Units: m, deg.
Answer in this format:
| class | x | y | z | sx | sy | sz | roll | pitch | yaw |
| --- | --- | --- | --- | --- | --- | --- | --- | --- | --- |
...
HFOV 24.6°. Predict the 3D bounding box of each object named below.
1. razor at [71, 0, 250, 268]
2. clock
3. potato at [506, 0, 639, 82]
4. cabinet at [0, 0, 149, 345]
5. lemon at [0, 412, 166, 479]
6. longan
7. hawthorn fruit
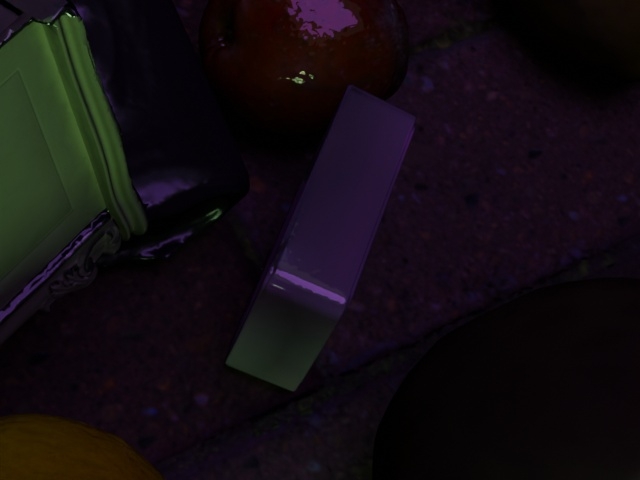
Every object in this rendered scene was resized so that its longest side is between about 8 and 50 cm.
| class | x | y | z | sx | sy | sz | roll | pitch | yaw |
| --- | --- | --- | --- | --- | --- | --- | --- | --- | --- |
| razor | -0.199 | -0.140 | 1.142 | 0.204 | 0.113 | 0.349 | -17 | 71 | -24 |
| clock | 0.000 | 0.000 | 1.117 | 0.063 | 0.150 | 0.197 | 24 | 56 | -3 |
| potato | 0.255 | -0.238 | 1.357 | 0.154 | 0.137 | 0.200 | -27 | 73 | -32 |
| cabinet | -0.327 | -0.029 | 0.891 | 0.290 | 0.227 | 0.318 | 32 | 65 | 24 |
| lemon | -0.180 | 0.233 | 0.867 | 0.233 | 0.233 | 0.288 | 17 | 46 | -11 |
| longan | 0.196 | 0.211 | 0.969 | 0.404 | 0.336 | 0.405 | -12 | 49 | 14 |
| hawthorn fruit | -0.017 | -0.165 | 1.199 | 0.172 | 0.173 | 0.173 | 9 | 59 | -16 |
